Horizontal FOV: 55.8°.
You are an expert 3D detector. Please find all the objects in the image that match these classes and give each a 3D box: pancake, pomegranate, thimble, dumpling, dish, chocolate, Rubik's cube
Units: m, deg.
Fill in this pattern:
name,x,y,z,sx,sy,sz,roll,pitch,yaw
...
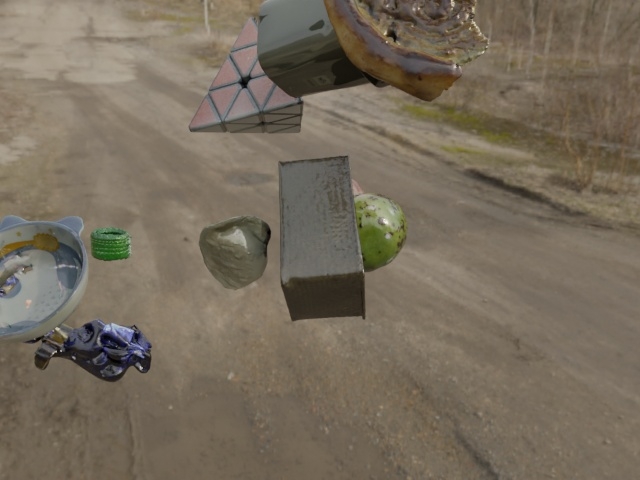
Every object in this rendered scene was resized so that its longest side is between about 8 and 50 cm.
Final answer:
name,x,y,z,sx,sy,sz,roll,pitch,yaw
pancake,0.129,-0.317,0.941,0.257,0.212,0.056,-3,-12,11
pomegranate,0.077,-0.048,1.359,0.214,0.248,0.214,-23,-7,-3
thimble,-0.656,0.012,1.896,0.130,0.090,0.118,5,13,9
dumpling,-0.176,0.018,1.234,0.150,0.176,0.092,26,56,-11
dish,-0.447,0.068,0.918,0.236,0.086,0.228,-31,57,-18
chocolate,-0.500,0.193,1.196,0.343,0.126,0.148,26,63,-7
Rubik's cube,-0.143,-0.345,1.434,0.228,0.233,0.229,29,43,-1

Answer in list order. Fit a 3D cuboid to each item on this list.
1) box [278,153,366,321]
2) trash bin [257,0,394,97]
name,x,y,z,sx,sy,sz,roll,pitch,yaw
box,0.002,0.000,1.130,0.143,0.184,0.273,-5,59,3
trash bin,0.024,-0.405,1.179,0.250,0.219,0.220,-8,-21,28
